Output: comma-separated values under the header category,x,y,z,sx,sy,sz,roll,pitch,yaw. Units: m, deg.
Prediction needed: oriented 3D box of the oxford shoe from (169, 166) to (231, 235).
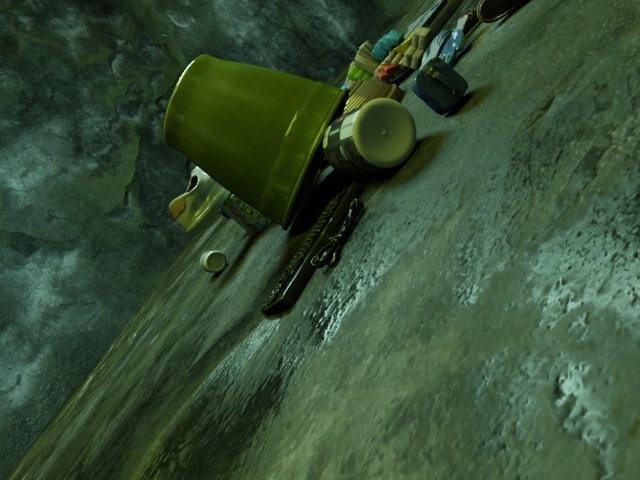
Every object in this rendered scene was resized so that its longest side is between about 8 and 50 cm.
category,x,y,z,sx,sy,sz,roll,pitch,yaw
oxford shoe,-0.322,-0.199,1.768,0.169,0.130,0.450,-39,17,44

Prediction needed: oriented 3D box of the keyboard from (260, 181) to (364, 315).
category,x,y,z,sx,sy,sz,roll,pitch,yaw
keyboard,0.000,0.000,1.069,0.201,0.033,0.317,-29,24,51

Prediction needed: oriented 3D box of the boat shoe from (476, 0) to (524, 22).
category,x,y,z,sx,sy,sz,roll,pitch,yaw
boat shoe,0.415,-0.536,1.188,0.207,0.073,0.073,-42,13,23

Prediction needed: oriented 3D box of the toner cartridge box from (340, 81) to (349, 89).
category,x,y,z,sx,sy,sz,roll,pitch,yaw
toner cartridge box,0.107,-0.516,2.045,0.165,0.075,0.348,-27,25,53

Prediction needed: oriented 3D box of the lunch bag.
category,x,y,z,sx,sy,sz,roll,pitch,yaw
lunch bag,0.218,-0.277,1.037,0.067,0.098,0.065,-49,-4,1

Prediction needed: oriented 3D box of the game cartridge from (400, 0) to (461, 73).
category,x,y,z,sx,sy,sz,roll,pitch,yaw
game cartridge,0.307,-0.660,1.884,0.355,0.068,0.230,-53,11,-20

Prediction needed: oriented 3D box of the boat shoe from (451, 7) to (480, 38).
category,x,y,z,sx,sy,sz,roll,pitch,yaw
boat shoe,0.378,-0.551,1.410,0.133,0.042,0.049,-47,12,-3

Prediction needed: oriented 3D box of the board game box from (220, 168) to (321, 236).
category,x,y,z,sx,sy,sz,roll,pitch,yaw
board game box,-0.153,-0.152,1.696,0.275,0.144,0.142,-33,20,47

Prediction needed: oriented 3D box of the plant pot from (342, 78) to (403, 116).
category,x,y,z,sx,sy,sz,roll,pitch,yaw
plant pot,0.104,-0.359,1.566,0.237,0.109,0.237,-45,13,14

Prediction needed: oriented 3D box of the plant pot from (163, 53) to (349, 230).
category,x,y,z,sx,sy,sz,roll,pitch,yaw
plant pot,-0.165,-0.261,1.369,0.366,0.352,0.367,24,-90,-90

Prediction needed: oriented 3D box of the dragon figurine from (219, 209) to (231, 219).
category,x,y,z,sx,sy,sz,roll,pitch,yaw
dragon figurine,-0.269,-0.107,1.920,0.085,0.144,0.289,-46,14,6

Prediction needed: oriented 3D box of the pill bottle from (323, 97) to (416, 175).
category,x,y,z,sx,sy,sz,roll,pitch,yaw
pill bottle,0.083,-0.198,1.149,0.130,0.130,0.245,-50,14,-10

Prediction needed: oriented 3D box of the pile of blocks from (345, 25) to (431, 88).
category,x,y,z,sx,sy,sz,roll,pitch,yaw
pile of blocks,0.174,-0.522,1.712,0.362,0.149,0.113,-26,25,55

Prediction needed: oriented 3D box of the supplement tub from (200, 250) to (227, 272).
category,x,y,z,sx,sy,sz,roll,pitch,yaw
supplement tub,-0.340,0.067,1.813,0.071,0.071,0.107,-52,15,-16

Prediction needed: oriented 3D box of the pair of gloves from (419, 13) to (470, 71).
category,x,y,z,sx,sy,sz,roll,pitch,yaw
pair of gloves,0.292,-0.449,1.363,0.160,0.023,0.198,-66,18,-7
